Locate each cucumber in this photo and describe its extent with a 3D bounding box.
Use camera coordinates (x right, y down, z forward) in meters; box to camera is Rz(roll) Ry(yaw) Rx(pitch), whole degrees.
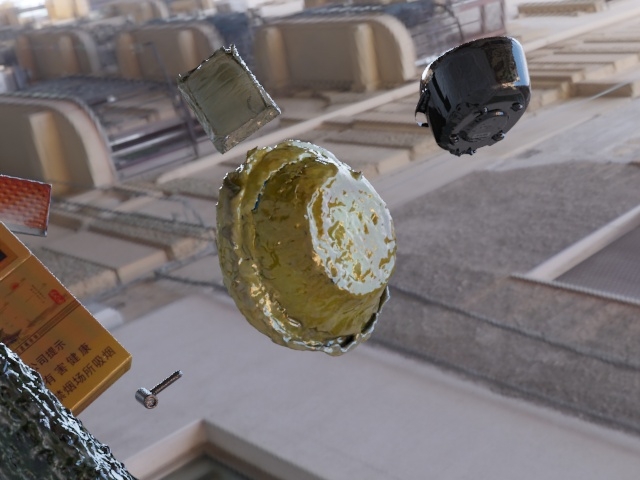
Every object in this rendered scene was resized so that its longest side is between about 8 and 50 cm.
[{"bbox_3d":[-0.205,0.187,0.747,0.359,0.096,0.096,40,-44,22],"label":"cucumber"}]

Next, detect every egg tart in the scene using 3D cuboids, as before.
[{"bbox_3d":[0.000,0.000,1.565,0.169,0.388,0.388,-21,-87,44],"label":"egg tart"}]

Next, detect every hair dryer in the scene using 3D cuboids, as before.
[{"bbox_3d":[-0.257,0.239,1.521,0.047,0.083,0.026,12,-49,59],"label":"hair dryer"}]

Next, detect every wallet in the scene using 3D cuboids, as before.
[{"bbox_3d":[-0.554,-0.066,1.574,0.020,0.196,0.103,133,-39,-56],"label":"wallet"}]

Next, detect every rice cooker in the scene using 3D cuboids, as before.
[{"bbox_3d":[0.213,-0.202,1.311,0.203,0.142,0.118,118,-39,-66],"label":"rice cooker"}]

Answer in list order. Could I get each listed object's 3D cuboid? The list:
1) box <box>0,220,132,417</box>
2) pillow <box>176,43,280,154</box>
[{"bbox_3d":[-0.401,0.120,1.215,0.274,0.174,0.076,44,-25,7],"label":"box"},{"bbox_3d":[-0.150,-0.225,1.475,0.053,0.119,0.208,43,11,-49],"label":"pillow"}]
